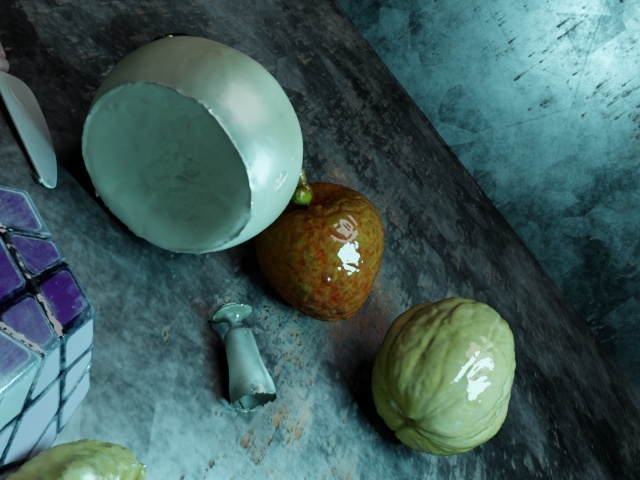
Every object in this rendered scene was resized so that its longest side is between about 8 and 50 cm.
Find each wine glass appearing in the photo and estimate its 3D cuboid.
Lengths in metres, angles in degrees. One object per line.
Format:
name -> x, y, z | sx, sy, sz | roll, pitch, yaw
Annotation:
wine glass -> -0.117, 0.173, 1.036 | 0.072, 0.072, 0.155 | 20, 42, -49

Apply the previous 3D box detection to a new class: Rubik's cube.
Rubik's cube -> -0.339, 0.087, 0.542 | 0.264, 0.318, 0.319 | 65, 10, -50

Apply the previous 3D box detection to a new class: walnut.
walnut -> 0.234, 0.245, 1.289 | 0.313, 0.251, 0.277 | -42, 140, -43

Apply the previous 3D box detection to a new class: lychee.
lychee -> 0.000, 0.000, 1.234 | 0.255, 0.255, 0.300 | -65, 155, -61

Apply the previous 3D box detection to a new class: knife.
knife -> -0.453, -0.220, 1.000 | 0.336, 0.043, 0.081 | 63, 20, 4

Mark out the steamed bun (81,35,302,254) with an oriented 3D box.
steamed bun -> -0.179, -0.144, 1.018 | 0.324, 0.324, 0.206 | 49, 37, -11

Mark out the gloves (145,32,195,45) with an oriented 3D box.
gloves -> -0.271, -0.332, 1.319 | 0.164, 0.124, 0.203 | 18, 36, -3

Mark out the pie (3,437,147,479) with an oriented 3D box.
pie -> -0.205, 0.326, 0.536 | 0.339, 0.083, 0.340 | 2, 90, -73

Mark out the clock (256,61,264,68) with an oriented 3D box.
clock -> -0.143, -0.206, 1.389 | 0.241, 0.142, 0.227 | 56, 27, -18
